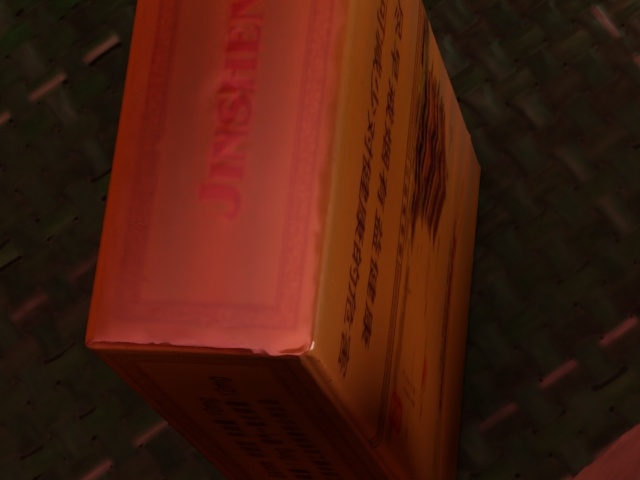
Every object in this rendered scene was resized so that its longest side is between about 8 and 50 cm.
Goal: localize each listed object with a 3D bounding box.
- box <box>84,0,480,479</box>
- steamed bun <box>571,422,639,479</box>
[{"bbox_3d":[0.000,0.000,0.730,0.076,0.274,0.174,3,71,14],"label":"box"},{"bbox_3d":[0.103,0.211,0.610,0.206,0.324,0.324,43,83,2],"label":"steamed bun"}]
